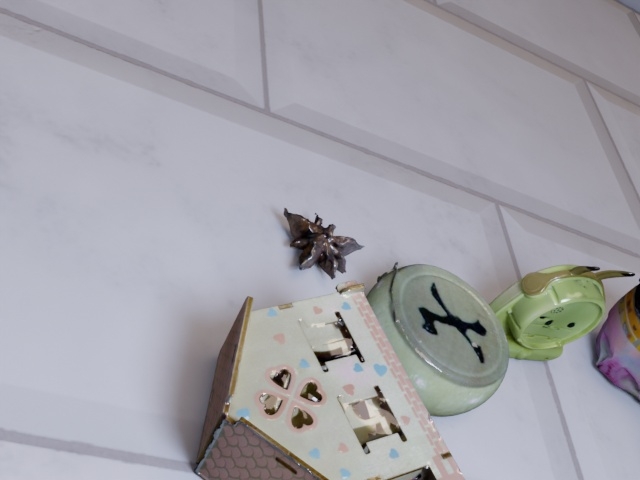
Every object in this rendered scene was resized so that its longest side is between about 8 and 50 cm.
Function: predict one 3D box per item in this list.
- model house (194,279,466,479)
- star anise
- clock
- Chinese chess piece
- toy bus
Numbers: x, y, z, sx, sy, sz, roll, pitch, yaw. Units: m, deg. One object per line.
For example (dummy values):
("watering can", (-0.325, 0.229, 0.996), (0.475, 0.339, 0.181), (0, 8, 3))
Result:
("model house", (-0.015, 0.217, 0.951), (0.244, 0.169, 0.326), (-7, 56, -34))
("star anise", (0.010, 0.005, 1.243), (0.129, 0.056, 0.124), (10, 47, -32))
("clock", (0.365, 0.100, 1.298), (0.170, 0.232, 0.069), (11, 47, -30))
("Chinese chess piece", (0.160, 0.139, 1.209), (0.238, 0.092, 0.237), (21, 43, -21))
("toy bus", (0.646, 0.235, 1.451), (0.386, 0.162, 0.171), (32, 35, -10))
